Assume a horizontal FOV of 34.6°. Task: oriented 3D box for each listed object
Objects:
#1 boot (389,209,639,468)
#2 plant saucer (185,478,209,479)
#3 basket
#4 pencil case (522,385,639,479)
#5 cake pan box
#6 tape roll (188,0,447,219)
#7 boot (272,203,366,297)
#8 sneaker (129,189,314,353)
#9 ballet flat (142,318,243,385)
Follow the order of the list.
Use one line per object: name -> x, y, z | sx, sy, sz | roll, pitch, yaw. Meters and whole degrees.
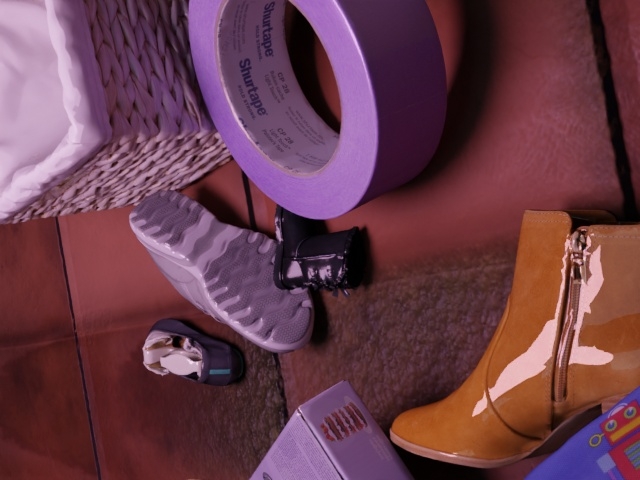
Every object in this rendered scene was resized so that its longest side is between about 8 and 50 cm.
boot -> 0.174, 0.080, 0.858 | 0.295, 0.104, 0.211 | -6, 87, 45
plant saucer -> -0.081, 0.466, 1.231 | 0.333, 0.081, 0.332 | -11, 88, 49
basket -> -0.264, -0.216, 1.181 | 0.328, 0.266, 0.331 | -24, 79, 49
pencil case -> 0.242, 0.157, 0.688 | 0.306, 0.133, 0.119 | -41, 39, 16
cake pan box -> 0.041, 0.297, 0.994 | 0.267, 0.070, 0.245 | 55, 152, 19
tape roll -> -0.010, -0.161, 0.969 | 0.275, 0.090, 0.274 | 34, 138, 38
boot -> 0.000, 0.000, 1.078 | 0.099, 0.045, 0.121 | -4, 77, 39
sneaker -> -0.103, 0.044, 1.194 | 0.281, 0.105, 0.115 | 39, 158, 34
ballet flat -> -0.181, 0.142, 1.297 | 0.203, 0.074, 0.074 | 10, 104, 49
